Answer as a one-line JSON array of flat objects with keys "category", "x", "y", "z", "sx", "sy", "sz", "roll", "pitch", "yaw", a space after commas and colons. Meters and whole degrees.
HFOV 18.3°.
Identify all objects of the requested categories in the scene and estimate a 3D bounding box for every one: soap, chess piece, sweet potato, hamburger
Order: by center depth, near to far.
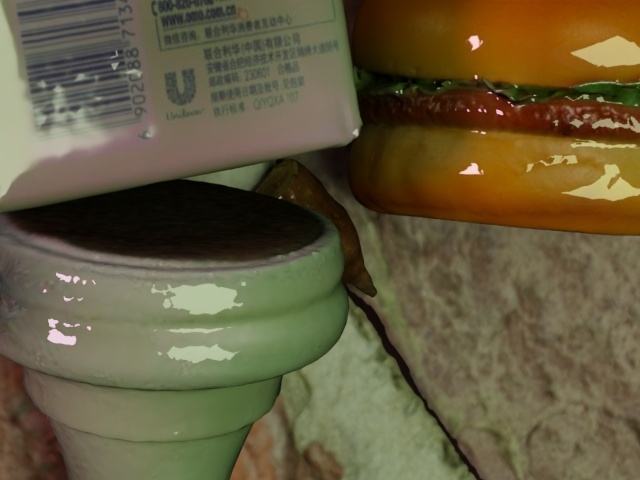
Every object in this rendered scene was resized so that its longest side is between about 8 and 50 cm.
[{"category": "soap", "x": -0.111, "y": -0.100, "z": 0.971, "sx": 0.199, "sy": 0.182, "sz": 0.138, "roll": -13, "pitch": 101, "yaw": -29}, {"category": "chess piece", "x": -0.090, "y": 0.130, "z": 1.026, "sx": 0.194, "sy": 0.194, "sz": 0.299, "roll": -5, "pitch": 108, "yaw": -30}, {"category": "hamburger", "x": 0.131, "y": -0.091, "z": 1.092, "sx": 0.246, "sy": 0.246, "sz": 0.170, "roll": -2, "pitch": 95, "yaw": -31}, {"category": "sweet potato", "x": 0.000, "y": 0.000, "z": 1.134, "sx": 0.049, "sy": 0.049, "sz": 0.117, "roll": -55, "pitch": 129, "yaw": -13}]
